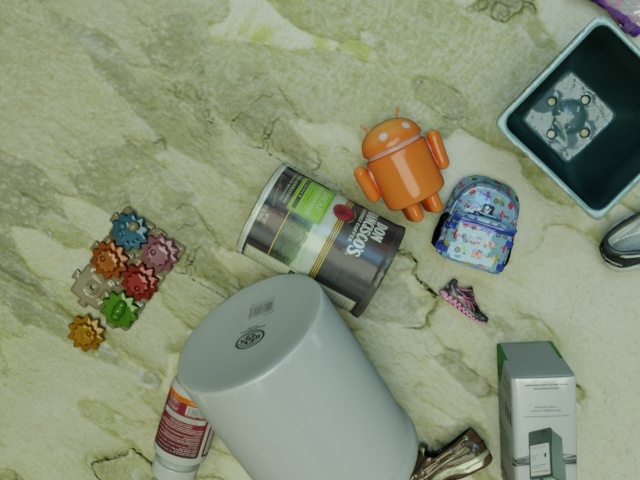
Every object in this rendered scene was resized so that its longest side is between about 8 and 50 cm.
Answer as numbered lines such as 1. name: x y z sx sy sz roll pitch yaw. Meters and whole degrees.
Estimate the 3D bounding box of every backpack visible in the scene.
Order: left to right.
1. backpack: 0.317 -0.036 1.488 0.158 0.117 0.173 22 99 1

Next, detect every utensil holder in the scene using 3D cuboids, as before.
1. utensil holder: -0.041 0.304 1.420 0.327 0.328 0.386 -26 118 10

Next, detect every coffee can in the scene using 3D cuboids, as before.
1. coffee can: 0.000 0.000 1.484 0.275 0.201 0.202 28 102 1

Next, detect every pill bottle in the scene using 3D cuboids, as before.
1. pill bottle: -0.289 0.407 1.629 0.121 0.121 0.221 19 101 2

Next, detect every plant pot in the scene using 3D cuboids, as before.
1. plant pot: 0.474 -0.223 1.366 0.248 0.252 0.247 43 102 -3

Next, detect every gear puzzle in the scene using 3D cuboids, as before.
1. gear puzzle: -0.453 0.101 1.630 0.175 0.044 0.339 37 102 -1

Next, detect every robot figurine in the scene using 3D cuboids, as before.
1. robot figurine: 0.159 -0.144 1.478 0.158 0.128 0.220 -21 98 34

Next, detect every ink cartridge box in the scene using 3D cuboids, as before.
1. ink cartridge box: 0.427 0.371 1.501 0.121 0.211 0.290 -3 101 5

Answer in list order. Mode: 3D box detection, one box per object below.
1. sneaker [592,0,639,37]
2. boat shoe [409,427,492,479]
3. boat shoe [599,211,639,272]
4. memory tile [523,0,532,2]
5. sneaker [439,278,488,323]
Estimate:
1. sneaker: 0.571 -0.435 1.399 0.236 0.095 0.105 11 111 -1
2. boat shoe: 0.232 0.479 1.610 0.257 0.095 0.095 -28 82 4
3. boat shoe: 0.686 -0.030 1.441 0.302 0.091 0.114 -30 61 8
4. memory tile: 0.437 -0.530 1.437 0.147 0.012 0.113 -21 97 10
5. sneaker: 0.305 0.124 1.556 0.119 0.047 0.057 38 90 -3
